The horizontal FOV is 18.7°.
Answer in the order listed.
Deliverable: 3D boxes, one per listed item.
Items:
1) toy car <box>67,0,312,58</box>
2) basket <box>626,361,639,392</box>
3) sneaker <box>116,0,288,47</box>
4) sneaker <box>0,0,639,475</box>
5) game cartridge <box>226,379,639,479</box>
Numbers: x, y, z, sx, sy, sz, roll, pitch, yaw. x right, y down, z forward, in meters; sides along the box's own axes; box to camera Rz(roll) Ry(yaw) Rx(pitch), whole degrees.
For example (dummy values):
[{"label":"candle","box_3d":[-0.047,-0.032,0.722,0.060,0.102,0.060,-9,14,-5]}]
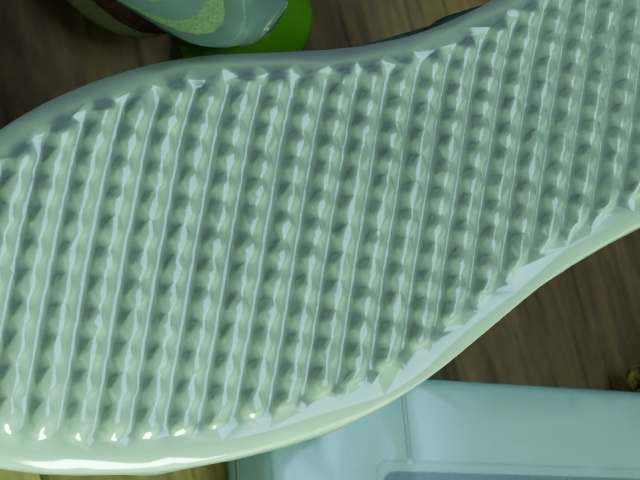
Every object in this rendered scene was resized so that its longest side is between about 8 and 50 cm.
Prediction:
[{"label":"toy car","box_3d":[-0.013,-0.161,0.693,0.155,0.188,0.149,36,50,-38]},{"label":"basket","box_3d":[0.322,0.140,0.893,0.213,0.299,0.223,17,60,-48]},{"label":"sneaker","box_3d":[-0.146,-0.121,0.561,0.300,0.111,0.121,25,65,-18]},{"label":"sneaker","box_3d":[0.000,0.000,0.702,0.366,0.150,0.135,-19,82,-29]},{"label":"game cartridge","box_3d":[0.100,0.155,0.748,0.294,0.060,0.196,6,66,-30]}]
